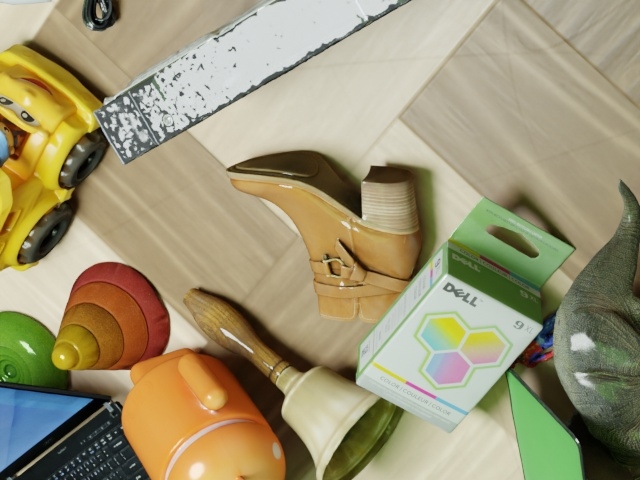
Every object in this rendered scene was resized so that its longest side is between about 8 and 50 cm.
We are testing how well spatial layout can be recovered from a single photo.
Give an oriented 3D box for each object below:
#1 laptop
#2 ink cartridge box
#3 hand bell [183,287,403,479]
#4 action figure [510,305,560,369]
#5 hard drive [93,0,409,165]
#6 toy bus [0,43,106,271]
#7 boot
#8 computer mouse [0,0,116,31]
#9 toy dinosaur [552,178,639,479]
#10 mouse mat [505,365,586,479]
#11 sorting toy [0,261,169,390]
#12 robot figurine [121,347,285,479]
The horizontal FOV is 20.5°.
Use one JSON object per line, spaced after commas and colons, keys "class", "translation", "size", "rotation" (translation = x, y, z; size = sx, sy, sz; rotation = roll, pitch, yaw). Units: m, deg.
{"class": "laptop", "translation": [-0.291, 0.269, 1.856], "size": [0.234, 0.136, 0.264], "rotation": [-37, 89, 41]}
{"class": "ink cartridge box", "translation": [0.133, 0.071, 1.630], "size": [0.109, 0.062, 0.209], "rotation": [29, 120, -15]}
{"class": "hand bell", "translation": [-0.046, 0.125, 1.745], "size": [0.242, 0.126, 0.126], "rotation": [37, 120, 21]}
{"class": "action figure", "translation": [0.210, 0.089, 1.644], "size": [0.038, 0.030, 0.115], "rotation": [45, 122, -3]}
{"class": "hard drive", "translation": [-0.010, -0.189, 1.521], "size": [0.339, 0.237, 0.064], "rotation": [-28, 95, 31]}
{"class": "toy bus", "translation": [-0.338, -0.061, 1.734], "size": [0.149, 0.211, 0.220], "rotation": [37, 118, 10]}
{"class": "boot", "translation": [0.000, 0.000, 1.683], "size": [0.197, 0.073, 0.152], "rotation": [11, 117, 24]}
{"class": "computer mouse", "translation": [-0.293, -0.262, 1.735], "size": [0.193, 0.042, 0.106], "rotation": [5, 112, 23]}
{"class": "toy dinosaur", "translation": [0.271, 0.109, 1.559], "size": [0.160, 0.121, 0.314], "rotation": [-12, 114, 9]}
{"class": "mouse mat", "translation": [0.215, 0.222, 1.622], "size": [0.007, 0.152, 0.190], "rotation": [-21, 119, -12]}
{"class": "sorting toy", "translation": [-0.331, 0.145, 1.856], "size": [0.365, 0.126, 0.127], "rotation": [-25, 97, 29]}
{"class": "robot figurine", "translation": [-0.114, 0.200, 1.740], "size": [0.158, 0.128, 0.219], "rotation": [-55, 43, 14]}
